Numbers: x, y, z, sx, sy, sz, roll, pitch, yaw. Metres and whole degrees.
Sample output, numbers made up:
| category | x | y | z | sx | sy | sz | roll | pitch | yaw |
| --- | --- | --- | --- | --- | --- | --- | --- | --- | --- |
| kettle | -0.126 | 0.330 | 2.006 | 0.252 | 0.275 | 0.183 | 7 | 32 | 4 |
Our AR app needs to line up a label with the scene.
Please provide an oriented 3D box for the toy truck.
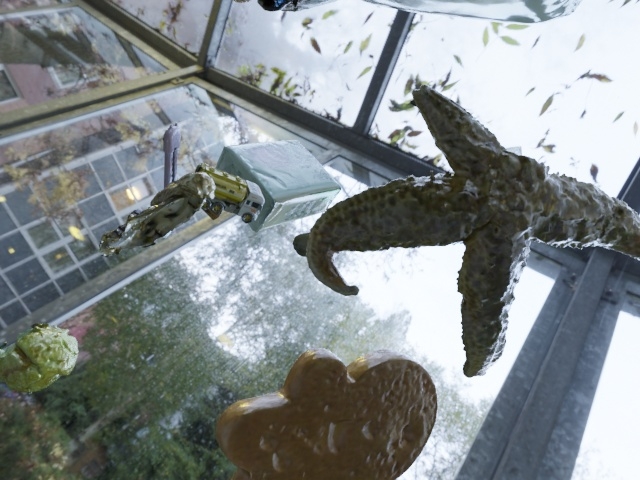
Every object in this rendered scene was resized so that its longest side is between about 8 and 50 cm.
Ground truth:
| category | x | y | z | sx | sy | sz | roll | pitch | yaw |
| --- | --- | --- | --- | --- | --- | --- | --- | --- | --- |
| toy truck | -0.273 | -0.141 | 1.215 | 0.114 | 0.226 | 0.098 | -51 | -138 | 24 |

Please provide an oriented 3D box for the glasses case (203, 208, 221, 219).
| category | x | y | z | sx | sy | sz | roll | pitch | yaw |
| --- | --- | --- | --- | --- | --- | --- | --- | --- | --- |
| glasses case | -0.421 | -0.153 | 1.469 | 0.041 | 0.065 | 0.170 | -24 | -49 | 18 |

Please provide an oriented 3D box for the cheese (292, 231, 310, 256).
| category | x | y | z | sx | sy | sz | roll | pitch | yaw |
| --- | --- | --- | --- | --- | --- | --- | --- | --- | --- |
| cheese | 0.000 | 0.000 | 1.462 | 0.175 | 0.202 | 0.091 | -5 | -80 | 61 |

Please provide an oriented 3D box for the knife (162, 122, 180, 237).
| category | x | y | z | sx | sy | sz | roll | pitch | yaw |
| --- | --- | --- | --- | --- | --- | --- | --- | --- | --- |
| knife | -0.507 | -0.195 | 1.398 | 0.038 | 0.132 | 0.400 | 11 | -63 | 1 |

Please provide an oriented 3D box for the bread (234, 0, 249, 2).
| category | x | y | z | sx | sy | sz | roll | pitch | yaw |
| --- | --- | --- | --- | --- | --- | --- | --- | --- | --- |
| bread | -0.211 | -0.738 | 1.058 | 0.178 | 0.133 | 0.250 | -35 | -120 | 21 |

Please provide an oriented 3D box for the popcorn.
| category | x | y | z | sx | sy | sz | roll | pitch | yaw |
| --- | --- | --- | --- | --- | --- | --- | --- | --- | --- |
| popcorn | -0.772 | 0.311 | 1.116 | 0.212 | 0.197 | 0.198 | 39 | -36 | 46 |

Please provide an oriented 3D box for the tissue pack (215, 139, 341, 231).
| category | x | y | z | sx | sy | sz | roll | pitch | yaw |
| --- | --- | --- | --- | --- | --- | --- | --- | --- | --- |
| tissue pack | -0.172 | -0.234 | 1.661 | 0.332 | 0.404 | 0.205 | 50 | -52 | 18 |

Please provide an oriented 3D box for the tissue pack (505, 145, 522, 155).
| category | x | y | z | sx | sy | sz | roll | pitch | yaw |
| --- | --- | --- | --- | --- | --- | --- | --- | --- | --- |
| tissue pack | 0.533 | -0.192 | 1.213 | 0.106 | 0.099 | 0.149 | 4 | -65 | 43 |

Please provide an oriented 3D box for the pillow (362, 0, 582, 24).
| category | x | y | z | sx | sy | sz | roll | pitch | yaw |
| --- | --- | --- | --- | --- | --- | --- | --- | --- | --- |
| pillow | 0.130 | -0.329 | 0.444 | 0.322 | 0.255 | 0.120 | 23 | -76 | 23 |

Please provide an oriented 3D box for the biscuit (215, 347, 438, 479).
| category | x | y | z | sx | sy | sz | roll | pitch | yaw |
| --- | --- | --- | --- | --- | --- | --- | --- | --- | --- |
| biscuit | 0.025 | 0.279 | 0.602 | 0.052 | 0.354 | 0.276 | 17 | -65 | 60 |

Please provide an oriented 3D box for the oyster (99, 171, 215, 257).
| category | x | y | z | sx | sy | sz | roll | pitch | yaw |
| --- | --- | --- | --- | --- | --- | --- | --- | --- | --- |
| oyster | -0.377 | -0.063 | 0.933 | 0.094 | 0.294 | 0.166 | 59 | -13 | 2 |

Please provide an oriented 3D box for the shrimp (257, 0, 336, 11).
| category | x | y | z | sx | sy | sz | roll | pitch | yaw |
| --- | --- | --- | --- | --- | --- | --- | --- | --- | --- |
| shrimp | -0.010 | -0.887 | 1.372 | 0.110 | 0.445 | 0.221 | 56 | -9 | 27 |

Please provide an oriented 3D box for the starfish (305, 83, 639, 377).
| category | x | y | z | sx | sy | sz | roll | pitch | yaw |
| --- | --- | --- | --- | --- | --- | --- | --- | --- | --- |
| starfish | 0.216 | 0.020 | 0.508 | 0.431 | 0.324 | 0.082 | 29 | 9 | -18 |
